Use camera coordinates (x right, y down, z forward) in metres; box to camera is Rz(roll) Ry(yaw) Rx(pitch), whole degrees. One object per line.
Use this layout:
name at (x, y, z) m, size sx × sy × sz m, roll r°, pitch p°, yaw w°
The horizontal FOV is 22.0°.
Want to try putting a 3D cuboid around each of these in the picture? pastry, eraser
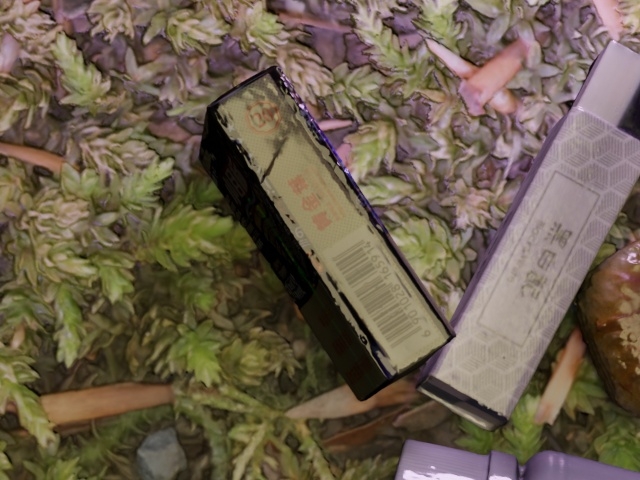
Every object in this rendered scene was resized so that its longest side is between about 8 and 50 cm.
pastry at (0.361, 0.088, 1.682) m, size 0.182 × 0.093 × 0.192 m, roll -22°, pitch 82°, yaw -13°
eraser at (0.236, -0.005, 1.683) m, size 0.098 × 0.096 × 0.404 m, roll 29°, pitch 78°, yaw 0°

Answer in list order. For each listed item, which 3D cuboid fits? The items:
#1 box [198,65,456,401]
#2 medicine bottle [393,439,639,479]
box at (0.000, 0.000, 1.600) m, size 0.084 × 0.198 × 0.310 m, roll -32°, pitch 84°, yaw -11°
medicine bottle at (0.203, 0.317, 1.541) m, size 0.306 × 0.245 × 0.245 m, roll 14°, pitch 78°, yaw 4°
